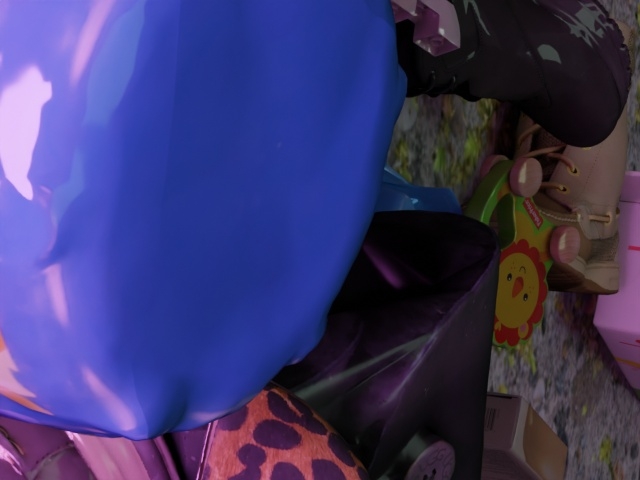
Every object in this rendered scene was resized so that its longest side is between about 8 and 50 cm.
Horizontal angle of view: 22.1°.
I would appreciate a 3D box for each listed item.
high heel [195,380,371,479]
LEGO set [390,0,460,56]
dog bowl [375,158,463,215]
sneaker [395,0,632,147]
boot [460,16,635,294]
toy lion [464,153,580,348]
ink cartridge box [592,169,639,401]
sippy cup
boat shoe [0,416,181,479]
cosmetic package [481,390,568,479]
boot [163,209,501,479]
[{"bbox_3d":[-0.085,0.162,0.583,0.261,0.093,0.186,-18,82,-26],"label":"high heel"},{"bbox_3d":[0.019,-0.192,0.820,0.227,0.087,0.093,29,60,-38],"label":"LEGO set"},{"bbox_3d":[0.000,0.000,0.893,0.297,0.074,0.166,59,43,-46],"label":"dog bowl"},{"bbox_3d":[0.083,-0.129,0.997,0.286,0.109,0.130,39,71,-36],"label":"sneaker"},{"bbox_3d":[0.164,-0.068,1.167,0.262,0.095,0.203,12,83,-64],"label":"boot"},{"bbox_3d":[0.113,0.012,0.993,0.096,0.034,0.100,-55,131,-25],"label":"toy lion"},{"bbox_3d":[0.353,0.061,1.386,0.353,0.207,0.119,45,56,-63],"label":"ink cartridge box"},{"bbox_3d":[-0.107,-0.049,0.486,0.305,0.224,0.240,-58,146,-25],"label":"sippy cup"},{"bbox_3d":[-0.112,0.221,0.681,0.130,0.132,0.355,-27,110,-38],"label":"boat shoe"},{"bbox_3d":[0.132,0.145,1.174,0.115,0.060,0.041,47,53,-56],"label":"cosmetic package"},{"bbox_3d":[0.054,0.184,0.869,0.367,0.146,0.445,-32,125,-44],"label":"boot"}]
